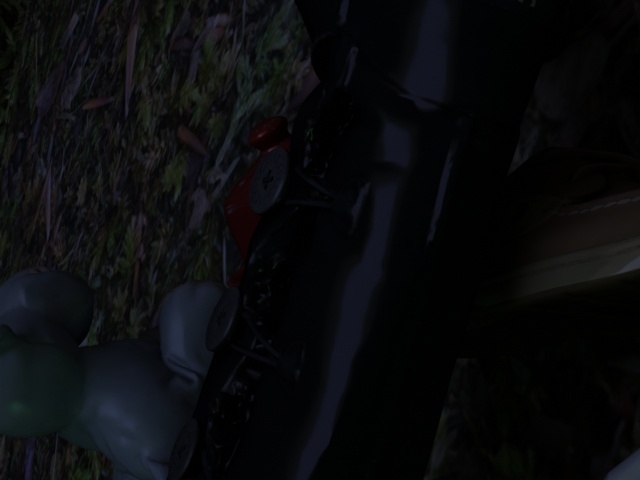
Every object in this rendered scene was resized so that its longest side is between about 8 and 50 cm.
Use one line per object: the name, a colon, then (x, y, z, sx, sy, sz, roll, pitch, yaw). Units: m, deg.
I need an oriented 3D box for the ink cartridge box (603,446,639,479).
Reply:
ink cartridge box: (0.275, 0.114, 0.400, 0.239, 0.060, 0.275, 55, 129, 23)

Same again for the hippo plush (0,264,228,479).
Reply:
hippo plush: (-0.226, 0.155, 1.022, 0.294, 0.237, 0.234, -85, 15, -46)

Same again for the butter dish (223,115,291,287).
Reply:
butter dish: (-0.014, -0.045, 0.859, 0.160, 0.118, 0.160, -41, 18, -25)

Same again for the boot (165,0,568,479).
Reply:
boot: (0.000, 0.000, 0.678, 0.367, 0.146, 0.445, -141, 64, -76)

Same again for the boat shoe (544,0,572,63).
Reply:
boat shoe: (0.110, -0.169, 0.803, 0.178, 0.060, 0.064, 23, 98, 61)

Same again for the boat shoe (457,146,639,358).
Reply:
boat shoe: (0.140, -0.002, 0.618, 0.341, 0.122, 0.110, -20, 62, 58)
